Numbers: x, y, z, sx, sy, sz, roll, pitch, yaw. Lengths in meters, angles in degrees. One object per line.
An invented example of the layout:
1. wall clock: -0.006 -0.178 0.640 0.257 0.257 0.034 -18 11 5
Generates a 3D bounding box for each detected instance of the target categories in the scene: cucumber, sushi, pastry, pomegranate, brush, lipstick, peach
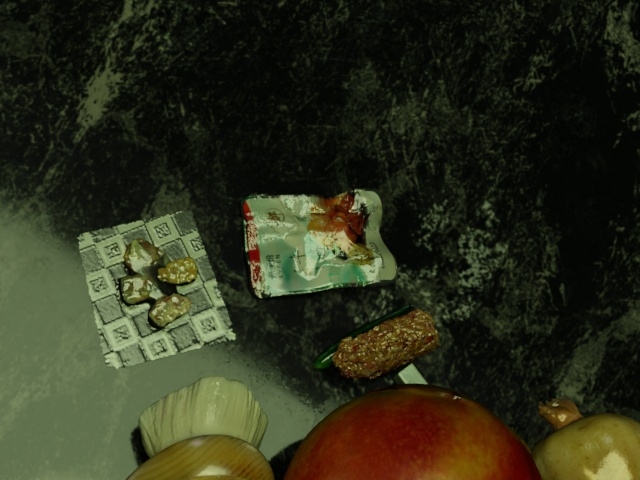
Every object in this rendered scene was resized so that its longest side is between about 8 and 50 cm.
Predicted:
1. cucumber: 0.067 0.141 1.728 0.184 0.036 0.033 -26 78 -19
2. sushi: -0.237 0.062 1.676 0.192 0.040 0.210 -14 75 -18
3. pastry: 0.101 0.156 1.695 0.169 0.087 0.063 -24 41 -20
4. pomegranate: 0.392 0.340 1.653 0.207 0.207 0.207 4 71 -12
5. brush: -0.190 0.313 1.550 0.266 0.174 0.166 -28 42 10
6. lipstick: 0.159 0.243 1.718 0.030 0.030 0.129 -34 82 -22
7. peach: 0.111 0.374 1.491 0.370 0.370 0.370 4 71 -12

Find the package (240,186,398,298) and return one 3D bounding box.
1. package: 0.000 0.000 1.759 0.231 0.040 0.166 -2 73 -13
